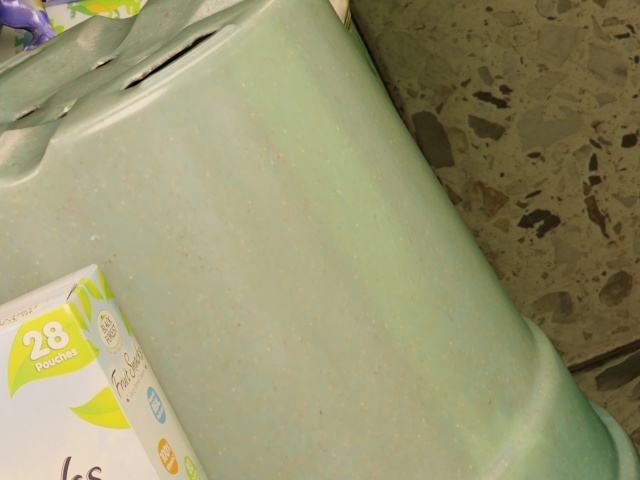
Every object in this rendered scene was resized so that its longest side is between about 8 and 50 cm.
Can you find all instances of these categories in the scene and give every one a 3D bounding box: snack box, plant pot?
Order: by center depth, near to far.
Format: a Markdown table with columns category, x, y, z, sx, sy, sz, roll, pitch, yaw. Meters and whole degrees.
| category | x | y | z | sx | sy | sz | roll | pitch | yaw |
| --- | --- | --- | --- | --- | --- | --- | --- | --- | --- |
| snack box | -0.132 | 0.140 | 0.723 | 0.207 | 0.174 | 0.070 | 63 | 9 | -10 |
| plant pot | -0.049 | 0.050 | 0.881 | 0.341 | 0.341 | 0.334 | -86 | 150 | -68 |

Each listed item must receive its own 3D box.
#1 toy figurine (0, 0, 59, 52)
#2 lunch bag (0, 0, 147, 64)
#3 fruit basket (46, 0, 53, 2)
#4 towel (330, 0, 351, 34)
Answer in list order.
| category | x | y | z | sx | sy | sz | roll | pitch | yaw |
| --- | --- | --- | --- | --- | --- | --- | --- | --- | --- |
| toy figurine | -0.245 | -0.149 | 0.977 | 0.362 | 0.191 | 0.217 | -11 | 110 | -71 |
| lunch bag | -0.123 | -0.054 | 1.095 | 0.090 | 0.176 | 0.219 | 25 | 57 | -74 |
| fruit basket | -0.162 | -0.209 | 1.359 | 0.327 | 0.165 | 0.353 | 9 | 62 | -78 |
| towel | -0.040 | -0.029 | 1.309 | 0.317 | 0.053 | 0.331 | -42 | 147 | -88 |
